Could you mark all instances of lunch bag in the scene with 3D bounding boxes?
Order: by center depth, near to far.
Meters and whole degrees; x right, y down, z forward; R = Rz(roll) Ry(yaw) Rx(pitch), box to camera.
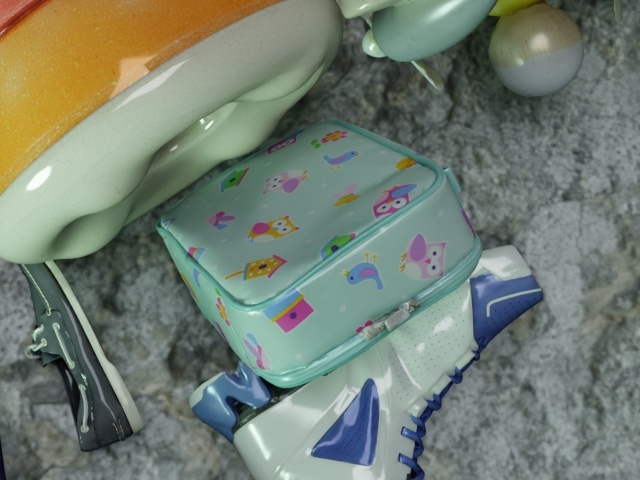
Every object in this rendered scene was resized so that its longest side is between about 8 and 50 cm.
[{"bbox_3d":[0.000,0.000,1.139,0.224,0.279,0.107,-31,117,-12],"label":"lunch bag"}]

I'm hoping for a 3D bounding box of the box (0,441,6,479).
[{"bbox_3d":[-0.383,0.197,1.179,0.201,0.057,0.293,-11,75,-4],"label":"box"}]

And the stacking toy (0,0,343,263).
[{"bbox_3d":[-0.241,-0.251,1.125,0.351,0.350,0.479,-35,87,-10],"label":"stacking toy"}]

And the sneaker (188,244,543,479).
[{"bbox_3d":[0.063,0.145,1.181,0.316,0.127,0.182,-27,81,-1],"label":"sneaker"}]

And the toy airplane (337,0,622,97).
[{"bbox_3d":[0.205,-0.257,1.177,0.386,0.384,0.272,-6,110,3],"label":"toy airplane"}]

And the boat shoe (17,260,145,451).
[{"bbox_3d":[-0.232,0.093,1.204,0.065,0.075,0.206,-29,82,-12],"label":"boat shoe"}]
